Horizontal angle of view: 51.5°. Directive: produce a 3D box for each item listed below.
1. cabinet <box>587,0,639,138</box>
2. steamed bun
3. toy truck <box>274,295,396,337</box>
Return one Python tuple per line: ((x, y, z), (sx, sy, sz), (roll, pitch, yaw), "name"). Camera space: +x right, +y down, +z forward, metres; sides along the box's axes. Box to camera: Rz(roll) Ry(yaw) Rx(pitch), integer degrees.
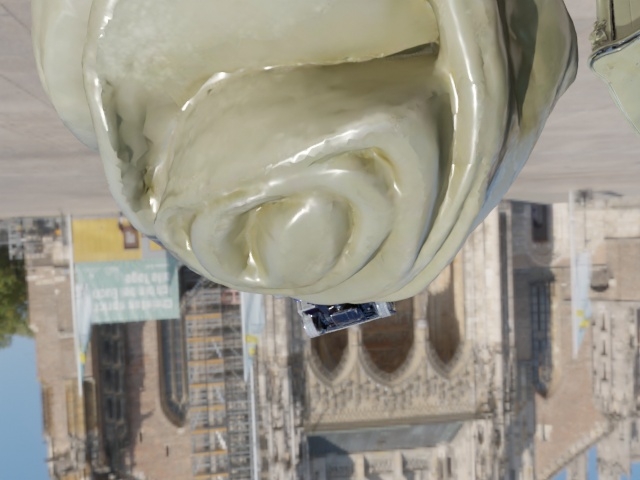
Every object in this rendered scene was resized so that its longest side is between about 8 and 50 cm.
((0.577, -0.324, 1.024), (0.227, 0.318, 0.290), (-25, 127, 40), "cabinet")
((-0.018, -0.091, 0.455), (0.368, 0.255, 0.342), (30, 154, -28), "steamed bun")
((0.000, 0.000, 0.794), (0.124, 0.155, 0.268), (-18, 147, 10), "toy truck")
